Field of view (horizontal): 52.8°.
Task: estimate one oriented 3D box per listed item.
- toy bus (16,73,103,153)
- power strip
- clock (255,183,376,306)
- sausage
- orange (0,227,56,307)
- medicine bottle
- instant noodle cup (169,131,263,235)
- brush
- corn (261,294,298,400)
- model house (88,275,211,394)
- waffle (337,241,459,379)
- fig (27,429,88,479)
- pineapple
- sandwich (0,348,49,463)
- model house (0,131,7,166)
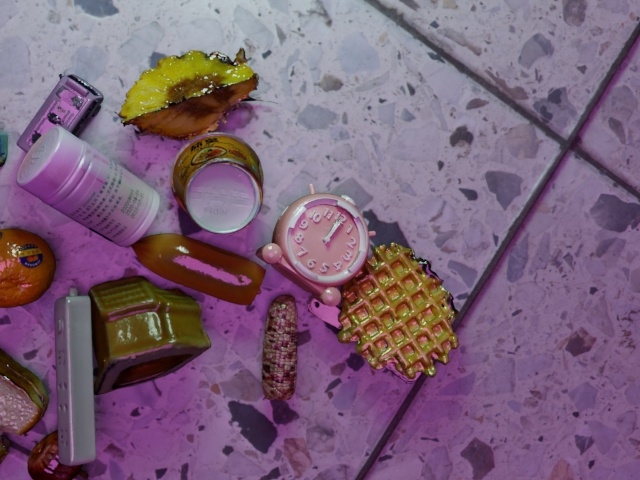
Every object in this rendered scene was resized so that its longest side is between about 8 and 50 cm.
[{"bbox_3d":[-0.564,-0.262,1.398,0.096,0.108,0.199,35,90,-11],"label":"toy bus"},{"bbox_3d":[-0.545,0.295,1.427,0.062,0.091,0.386,2,79,-40],"label":"power strip"},{"bbox_3d":[0.000,0.000,1.505,0.227,0.142,0.241,36,81,-11],"label":"clock"},{"bbox_3d":[-0.288,0.055,1.480,0.328,0.112,0.112,21,93,-8],"label":"sausage"},{"bbox_3d":[-0.665,0.058,1.390,0.177,0.155,0.178,-22,127,-33],"label":"orange"},{"bbox_3d":[-0.483,-0.109,1.355,0.152,0.152,0.254,-52,129,0],"label":"medicine bottle"},{"bbox_3d":[-0.219,-0.117,1.414,0.215,0.172,0.216,-5,111,-13],"label":"instant noodle cup"},{"bbox_3d":[0.110,0.235,1.584,0.327,0.065,0.070,34,95,-1],"label":"brush"},{"bbox_3d":[-0.095,0.255,1.537,0.086,0.086,0.254,3,95,-9],"label":"corn"},{"bbox_3d":[-0.403,0.189,1.459,0.267,0.173,0.239,-12,61,-17],"label":"model house"},{"bbox_3d":[0.196,0.170,1.545,0.311,0.060,0.307,26,76,-3],"label":"waffle"},{"bbox_3d":[-0.601,0.512,1.475,0.128,0.128,0.151,-11,102,-7],"label":"fig"},{"bbox_3d":[-0.285,-0.326,1.436,0.334,0.158,0.161,-29,61,-9],"label":"pineapple"},{"bbox_3d":[-0.774,0.382,1.447,0.249,0.095,0.273,42,90,-10],"label":"sandwich"},{"bbox_3d":[-0.758,-0.199,1.357,0.148,0.149,0.120,8,96,-7],"label":"model house"}]
